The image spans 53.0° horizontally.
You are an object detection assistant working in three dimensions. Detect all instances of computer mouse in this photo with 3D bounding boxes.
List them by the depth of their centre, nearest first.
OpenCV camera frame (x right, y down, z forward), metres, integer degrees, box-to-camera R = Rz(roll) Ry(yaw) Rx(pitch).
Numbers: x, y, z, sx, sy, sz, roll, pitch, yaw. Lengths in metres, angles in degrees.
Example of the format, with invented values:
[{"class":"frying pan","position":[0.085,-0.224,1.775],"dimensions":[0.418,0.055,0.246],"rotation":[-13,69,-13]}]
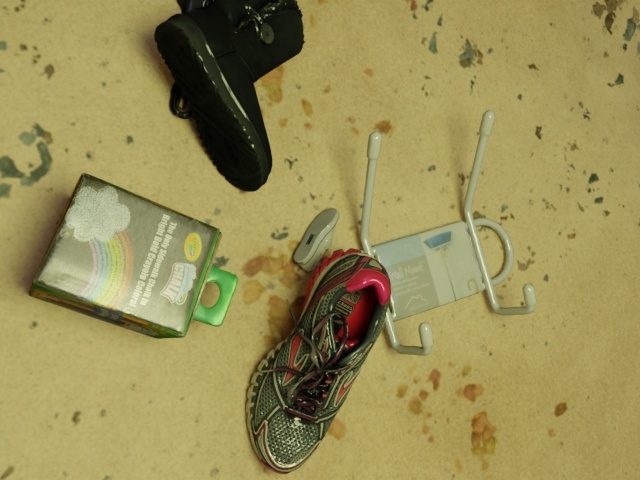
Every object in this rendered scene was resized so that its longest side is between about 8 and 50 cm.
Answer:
[{"class":"computer mouse","position":[-0.160,-0.279,0.863],"dimensions":[0.071,0.041,0.242],"rotation":[11,78,-25]}]

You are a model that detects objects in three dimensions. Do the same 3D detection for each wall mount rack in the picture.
[{"class":"wall mount rack","position":[0.173,-0.011,0.932],"dimensions":[0.350,0.130,0.304],"rotation":[-15,88,-28]}]

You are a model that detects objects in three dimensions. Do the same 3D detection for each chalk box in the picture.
[{"class":"chalk box","position":[-0.204,0.035,0.743],"dimensions":[0.213,0.132,0.132],"rotation":[25,71,-21]}]

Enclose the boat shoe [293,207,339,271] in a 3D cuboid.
[{"class":"boat shoe","position":[0.000,0.000,0.904],"dimensions":[0.035,0.035,0.100],"rotation":[53,57,-40]}]

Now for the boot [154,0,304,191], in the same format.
[{"class":"boot","position":[-0.083,-0.218,0.856],"dimensions":[0.207,0.094,0.247],"rotation":[-45,120,-37]}]

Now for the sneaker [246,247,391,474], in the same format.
[{"class":"sneaker","position":[-0.006,0.153,0.800],"dimensions":[0.120,0.112,0.299],"rotation":[20,94,-13]}]
